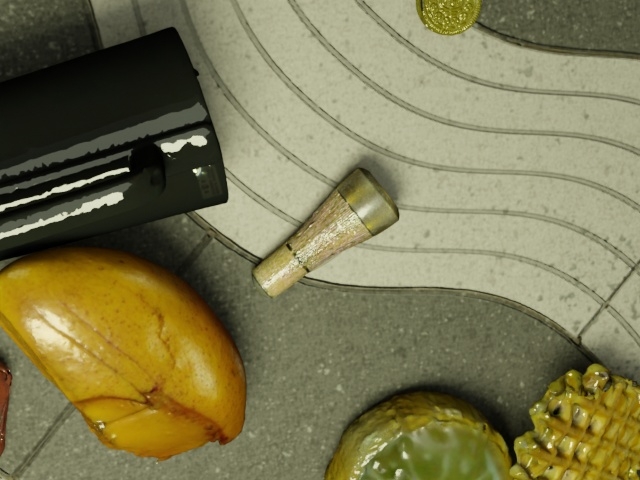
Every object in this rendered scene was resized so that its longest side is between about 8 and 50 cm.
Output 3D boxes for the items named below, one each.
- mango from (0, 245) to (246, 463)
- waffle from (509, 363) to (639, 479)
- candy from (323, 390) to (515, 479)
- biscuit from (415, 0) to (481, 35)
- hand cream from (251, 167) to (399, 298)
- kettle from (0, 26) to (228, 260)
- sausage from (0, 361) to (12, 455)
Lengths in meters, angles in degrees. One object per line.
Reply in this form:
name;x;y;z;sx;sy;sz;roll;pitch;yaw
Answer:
mango;-0.229;0.120;1.153;0.350;0.201;0.199;47;48;-40
waffle;0.367;0.280;1.379;0.280;0.060;0.262;-26;120;-26
candy;0.131;0.326;1.353;0.259;0.118;0.260;-3;105;-10
biscuit;0.160;-0.297;1.274;0.084;0.023;0.084;-3;102;-13
hand cream;0.000;0.000;1.273;0.203;0.084;0.084;-39;107;2
kettle;-0.263;-0.071;1.099;0.308;0.262;0.203;-18;146;-10
sausage;-0.408;0.202;1.218;0.076;0.076;0.141;6;102;-14
